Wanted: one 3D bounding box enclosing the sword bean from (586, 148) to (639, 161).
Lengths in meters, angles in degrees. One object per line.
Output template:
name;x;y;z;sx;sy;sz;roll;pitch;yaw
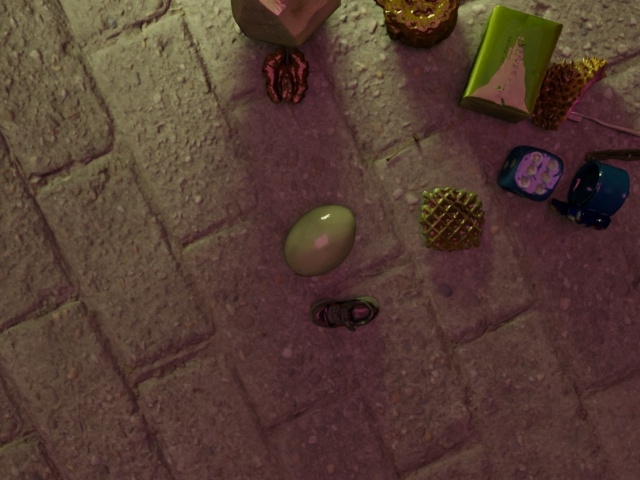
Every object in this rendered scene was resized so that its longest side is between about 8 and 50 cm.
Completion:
sword bean;0.982;-0.269;1.700;0.269;0.038;0.043;-1;71;-2

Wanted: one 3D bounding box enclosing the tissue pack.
tissue pack;0.556;-0.516;1.585;0.200;0.167;0.275;19;96;3

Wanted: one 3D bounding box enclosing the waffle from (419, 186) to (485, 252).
waffle;0.417;-0.065;1.687;0.214;0.054;0.208;-4;93;-8

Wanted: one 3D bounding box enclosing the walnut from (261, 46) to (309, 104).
walnut;-0.106;-0.497;1.614;0.142;0.069;0.170;2;97;-4

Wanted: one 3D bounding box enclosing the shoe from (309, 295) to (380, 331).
shoe;0.082;0.236;1.670;0.227;0.125;0.099;-8;99;-3

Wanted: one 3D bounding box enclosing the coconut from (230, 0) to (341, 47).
coconut;-0.113;-0.696;1.486;0.297;0.297;0.309;44;89;-6

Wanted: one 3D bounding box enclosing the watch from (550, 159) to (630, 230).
watch;0.840;-0.140;1.632;0.171;0.196;0.200;17;102;-14

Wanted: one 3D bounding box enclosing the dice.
dice;0.644;-0.207;1.640;0.146;0.146;0.143;23;97;0

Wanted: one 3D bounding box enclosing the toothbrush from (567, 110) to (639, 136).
toothbrush;0.922;-0.361;1.693;0.307;0.025;0.030;15;103;-3

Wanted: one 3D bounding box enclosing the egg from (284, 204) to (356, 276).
egg;0.000;0.000;1.610;0.186;0.186;0.253;42;95;-6

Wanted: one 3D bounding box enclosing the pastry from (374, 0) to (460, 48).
pastry;0.294;-0.693;1.591;0.235;0.132;0.240;-26;90;9

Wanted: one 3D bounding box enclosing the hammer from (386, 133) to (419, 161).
hammer;0.258;-0.289;1.680;0.123;0.014;0.029;-38;88;4

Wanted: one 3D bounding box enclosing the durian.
durian;0.739;-0.470;1.632;0.186;0.154;0.260;24;78;27
